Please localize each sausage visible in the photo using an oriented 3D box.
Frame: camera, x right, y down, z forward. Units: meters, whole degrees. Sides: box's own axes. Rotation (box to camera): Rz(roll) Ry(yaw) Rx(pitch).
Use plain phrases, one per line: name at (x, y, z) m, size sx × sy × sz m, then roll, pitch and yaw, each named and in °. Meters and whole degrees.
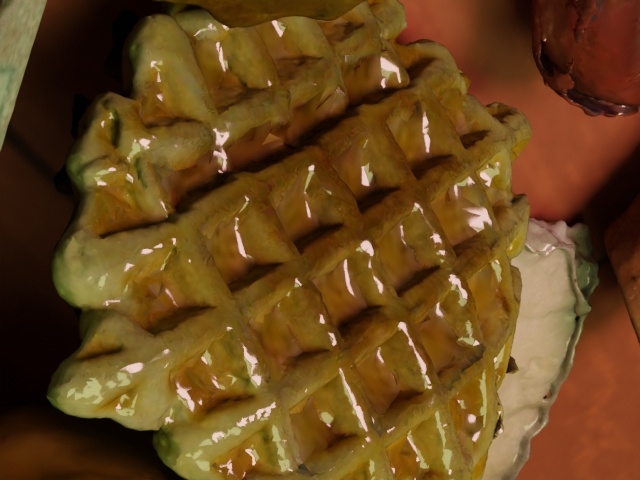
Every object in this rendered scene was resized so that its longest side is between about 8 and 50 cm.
sausage at (0.118, -0.110, 0.673) m, size 0.076 × 0.076 × 0.141 m, roll -15°, pitch 132°, yaw -19°

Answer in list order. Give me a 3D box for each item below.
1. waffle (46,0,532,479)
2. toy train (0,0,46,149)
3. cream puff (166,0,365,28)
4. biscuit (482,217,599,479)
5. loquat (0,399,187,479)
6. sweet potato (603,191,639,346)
waffle at (0.000, 0.000, 0.626) m, size 0.207 × 0.214 × 0.054 m, roll 25°, pitch 150°, yaw -31°
toy train at (-0.177, 0.002, 0.478) m, size 0.159 × 0.129 × 0.326 m, roll -3°, pitch 113°, yaw -69°
cream puff at (-0.016, -0.141, 0.545) m, size 0.146 × 0.116 × 0.146 m, roll -5°, pitch 161°, yaw -2°
biscuit at (0.044, 0.050, 0.794) m, size 0.188 × 0.040 × 0.265 m, roll -26°, pitch 136°, yaw -5°
loquat at (-0.097, 0.180, 0.652) m, size 0.276 × 0.276 × 0.284 m, roll -30°, pitch 143°, yaw -4°
sweet potato at (0.203, -0.039, 0.774) m, size 0.097 × 0.097 × 0.252 m, roll 21°, pitch 111°, yaw -41°
